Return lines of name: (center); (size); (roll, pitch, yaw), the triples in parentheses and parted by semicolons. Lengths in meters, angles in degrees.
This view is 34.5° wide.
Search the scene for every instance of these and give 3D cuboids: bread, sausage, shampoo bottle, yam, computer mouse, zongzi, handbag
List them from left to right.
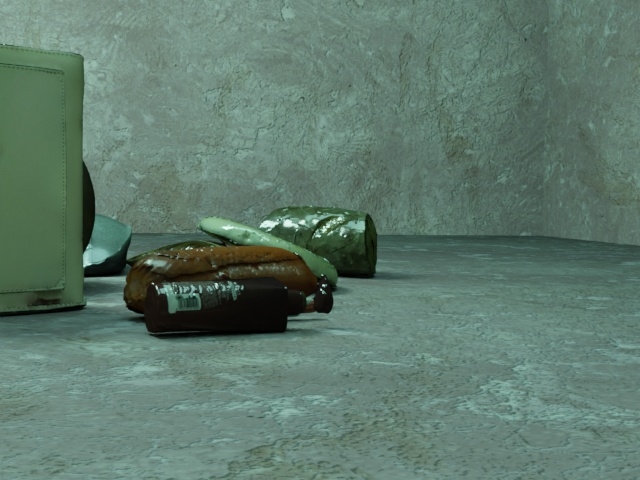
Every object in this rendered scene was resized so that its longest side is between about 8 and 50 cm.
handbag: (-0.439, -0.083, 1.405); (0.237, 0.358, 0.160); (-1, 2, -37)
computer mouse: (-0.489, 0.003, 2.090); (0.203, 0.114, 0.374); (1, 4, -16)
zongzi: (-0.222, 0.042, 1.694); (0.184, 0.084, 0.187); (1, 1, -17)
sausage: (-0.133, 0.055, 1.444); (0.102, 0.102, 0.330); (4, 3, 40)
shampoo bottle: (-0.095, 0.076, 1.255); (0.236, 0.068, 0.067); (0, 1, -27)
bread: (-0.087, 0.016, 1.802); (0.267, 0.040, 0.267); (23, -5, 2)
yam: (0.000, 0.000, 2.105); (0.254, 0.154, 0.154); (1, 3, 24)

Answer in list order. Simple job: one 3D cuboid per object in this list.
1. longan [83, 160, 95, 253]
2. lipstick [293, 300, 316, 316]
longan: (-0.504, -0.051, 1.696); (0.288, 0.288, 0.350); (1, 12, -10)
lipstick: (-0.055, 0.091, 1.362); (0.129, 0.030, 0.030); (0, 3, -31)
